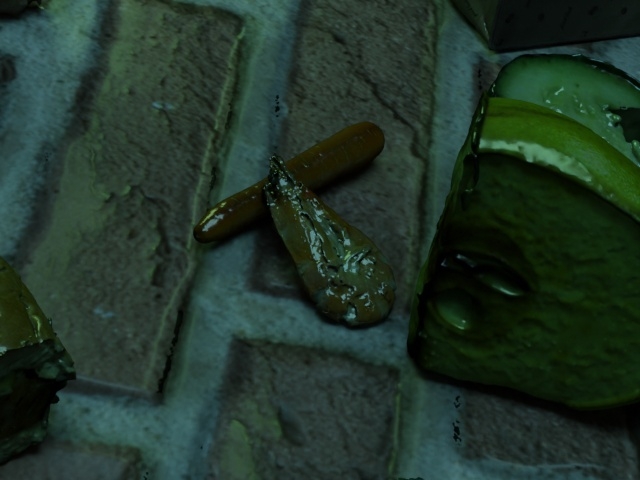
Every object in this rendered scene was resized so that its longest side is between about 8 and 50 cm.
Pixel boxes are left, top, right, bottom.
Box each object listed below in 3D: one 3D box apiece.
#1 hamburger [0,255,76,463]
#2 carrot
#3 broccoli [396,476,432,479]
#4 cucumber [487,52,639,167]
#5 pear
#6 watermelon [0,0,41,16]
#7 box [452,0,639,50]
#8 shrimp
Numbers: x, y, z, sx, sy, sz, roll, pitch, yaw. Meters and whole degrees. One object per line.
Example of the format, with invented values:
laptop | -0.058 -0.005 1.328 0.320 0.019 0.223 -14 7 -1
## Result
hamburger | -0.338 0.085 1.184 0.308 0.132 0.211 -21 52 -32
carrot | -0.027 -0.054 1.501 0.043 0.043 0.248 36 46 26
broccoli | 0.071 0.277 1.003 0.270 0.270 0.270 -22 86 -35
cucumber | 0.225 -0.077 1.532 0.191 0.130 0.191 7 44 -6
pear | 0.218 0.007 1.339 0.255 0.238 0.164 15 33 6
watermelon | -0.418 -0.374 1.613 0.302 0.264 0.151 36 45 21
box | 0.291 -0.366 1.815 0.297 0.225 0.190 -10 42 -26
shrimp | 0.000 0.000 1.430 0.091 0.043 0.184 -23 68 -37
